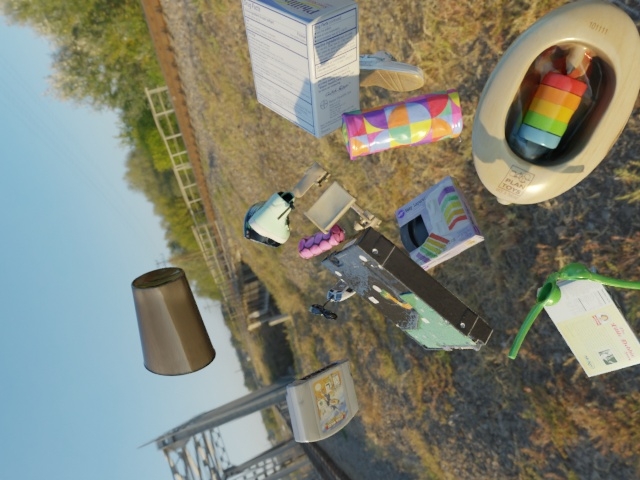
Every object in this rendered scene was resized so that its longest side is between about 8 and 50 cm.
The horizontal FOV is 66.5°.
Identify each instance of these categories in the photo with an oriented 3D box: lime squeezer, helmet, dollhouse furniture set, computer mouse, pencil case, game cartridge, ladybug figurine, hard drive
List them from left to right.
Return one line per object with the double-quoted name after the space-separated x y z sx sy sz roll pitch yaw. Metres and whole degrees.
-0.196 -0.068 1.783 0.169 0.169 0.162 -164 92 -75 "helmet"
0.000 0.000 1.979 0.209 0.095 0.098 -24 77 37 "pencil case"
0.016 0.513 1.561 0.062 0.297 0.198 -19 84 38 "game cartridge"
0.065 -0.128 1.971 0.303 0.174 0.355 45 -172 13 "dollhouse furniture set"
0.058 0.147 1.323 0.106 0.193 0.042 -1 124 53 "computer mouse"
0.178 0.116 1.070 0.338 0.064 0.237 40 160 -5 "hard drive"
0.159 -0.224 0.949 0.104 0.236 0.105 -11 -90 -90 "pencil case"
0.504 -0.292 1.093 0.162 0.304 0.450 -63 -2 -69 "ladybug figurine"
0.474 0.111 0.950 0.110 0.310 0.059 65 174 -9 "lime squeezer"

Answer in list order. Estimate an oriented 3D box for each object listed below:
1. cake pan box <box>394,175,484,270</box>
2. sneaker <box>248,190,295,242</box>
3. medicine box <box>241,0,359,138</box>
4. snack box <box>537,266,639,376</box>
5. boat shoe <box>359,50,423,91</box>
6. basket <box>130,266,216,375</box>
0.400 -0.054 1.700 0.266 0.070 0.246 -34 58 36 "cake pan box"
-0.116 -0.078 1.547 0.094 0.151 0.256 45 -173 12 "sneaker"
-0.043 -0.445 1.194 0.263 0.149 0.290 39 149 34 "medicine box"
0.853 0.260 1.534 0.187 0.060 0.322 -31 93 35 "snack box"
0.177 -0.496 1.393 0.276 0.096 0.098 20 169 33 "boat shoe"
-0.373 0.193 1.207 0.204 0.154 0.227 3 113 28 "basket"
